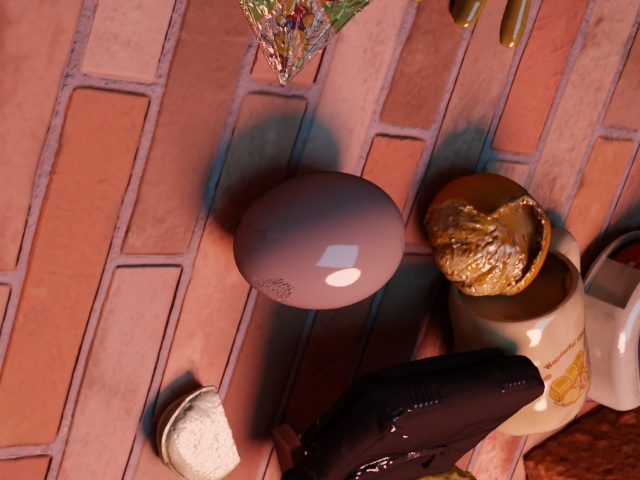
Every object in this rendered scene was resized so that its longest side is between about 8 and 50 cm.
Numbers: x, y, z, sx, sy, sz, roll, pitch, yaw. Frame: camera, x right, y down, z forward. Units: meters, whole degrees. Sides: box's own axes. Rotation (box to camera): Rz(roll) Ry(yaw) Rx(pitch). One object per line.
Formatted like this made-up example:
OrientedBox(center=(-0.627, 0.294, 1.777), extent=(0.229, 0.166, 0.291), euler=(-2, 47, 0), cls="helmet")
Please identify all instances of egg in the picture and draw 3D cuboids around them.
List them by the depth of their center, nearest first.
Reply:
OrientedBox(center=(0.000, 0.000, 1.467), extent=(0.198, 0.146, 0.146), euler=(-3, 116, -33), cls="egg")

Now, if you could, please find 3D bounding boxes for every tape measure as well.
OrientedBox(center=(0.448, 0.098, 1.950), extent=(0.246, 0.125, 0.243), euler=(-21, 120, -37), cls="tape measure")

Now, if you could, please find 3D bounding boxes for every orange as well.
OrientedBox(center=(0.200, -0.007, 1.643), extent=(0.156, 0.134, 0.157), euler=(15, 64, -33), cls="orange")

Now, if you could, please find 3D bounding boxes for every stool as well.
OrientedBox(center=(0.172, -0.282, 1.484), extent=(0.135, 0.134, 0.110), euler=(25, 101, -2), cls="stool")

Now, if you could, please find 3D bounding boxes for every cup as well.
OrientedBox(center=(0.256, 0.105, 1.788), extent=(0.173, 0.255, 0.202), euler=(-5, 126, 9), cls="cup")

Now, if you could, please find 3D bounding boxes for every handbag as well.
OrientedBox(center=(0.103, 0.220, 1.620), extent=(0.275, 0.088, 0.244), euler=(-9, 149, -41), cls="handbag")

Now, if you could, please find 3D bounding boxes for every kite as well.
OrientedBox(center=(-0.010, -0.270, 1.399), extent=(0.198, 0.006, 0.244), euler=(-7, 119, -39), cls="kite")

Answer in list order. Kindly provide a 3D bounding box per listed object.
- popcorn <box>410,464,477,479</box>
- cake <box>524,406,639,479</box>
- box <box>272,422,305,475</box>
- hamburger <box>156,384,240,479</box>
OrientedBox(center=(0.132, 0.354, 1.798), extent=(0.173, 0.142, 0.173), euler=(-11, 128, -15), cls="popcorn")
OrientedBox(center=(0.476, 0.418, 2.071), extent=(0.282, 0.255, 0.290), euler=(-24, 125, -29), cls="cake")
OrientedBox(center=(-0.030, 0.274, 1.676), extent=(0.025, 0.048, 0.115), euler=(-27, 130, -19), cls="box")
OrientedBox(center=(-0.144, 0.220, 1.542), extent=(0.084, 0.054, 0.121), euler=(-26, 127, -24), cls="hamburger")
